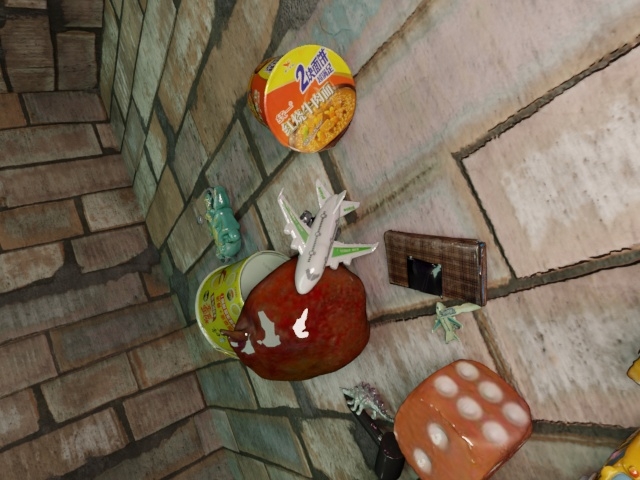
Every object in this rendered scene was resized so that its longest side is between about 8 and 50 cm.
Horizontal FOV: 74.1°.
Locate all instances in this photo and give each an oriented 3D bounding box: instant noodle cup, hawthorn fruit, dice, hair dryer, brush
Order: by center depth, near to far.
[{"bbox_3d":[0.253,0.337,0.768,0.175,0.174,0.179,49,141,34],"label":"dice"},{"bbox_3d":[0.257,0.128,0.788,0.084,0.013,0.016,-23,68,34],"label":"brush"},{"bbox_3d":[-0.055,-0.308,0.919,0.174,0.214,0.213,37,133,54],"label":"instant noodle cup"},{"bbox_3d":[-0.040,0.195,1.017,0.309,0.324,0.308,31,149,21],"label":"hawthorn fruit"},{"bbox_3d":[0.129,0.509,1.131,0.248,0.071,0.114,39,134,46],"label":"hair dryer"},{"bbox_3d":[-0.188,0.178,1.256,0.222,0.312,0.311,-33,76,47],"label":"instant noodle cup"}]

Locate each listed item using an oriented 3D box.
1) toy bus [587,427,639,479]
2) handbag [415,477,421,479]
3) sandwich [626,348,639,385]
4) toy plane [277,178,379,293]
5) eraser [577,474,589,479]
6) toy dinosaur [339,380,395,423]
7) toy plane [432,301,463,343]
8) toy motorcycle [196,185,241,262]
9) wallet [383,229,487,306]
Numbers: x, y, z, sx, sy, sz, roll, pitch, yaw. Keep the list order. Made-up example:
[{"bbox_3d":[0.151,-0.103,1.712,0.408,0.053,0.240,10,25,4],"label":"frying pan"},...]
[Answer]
[{"bbox_3d":[0.408,0.294,0.500,0.126,0.210,0.136,35,121,45],"label":"toy bus"},{"bbox_3d":[0.268,0.634,0.812,0.240,0.248,0.339,18,113,50],"label":"handbag"},{"bbox_3d":[0.461,0.104,0.417,0.186,0.108,0.219,42,134,40],"label":"sandwich"},{"bbox_3d":[-0.002,0.001,0.916,0.101,0.251,0.255,-26,40,63],"label":"toy plane"},{"bbox_3d":[0.449,0.453,0.601,0.213,0.046,0.091,39,134,42],"label":"eraser"},{"bbox_3d":[0.128,0.423,1.101,0.209,0.039,0.082,19,99,41],"label":"toy dinosaur"},{"bbox_3d":[0.246,0.159,0.827,0.080,0.033,0.083,-32,71,57],"label":"toy plane"},{"bbox_3d":[-0.363,-0.052,1.559,0.199,0.109,0.295,3,108,53],"label":"toy motorcycle"},{"bbox_3d":[0.213,0.047,0.817,0.230,0.042,0.124,8,109,52],"label":"wallet"}]
